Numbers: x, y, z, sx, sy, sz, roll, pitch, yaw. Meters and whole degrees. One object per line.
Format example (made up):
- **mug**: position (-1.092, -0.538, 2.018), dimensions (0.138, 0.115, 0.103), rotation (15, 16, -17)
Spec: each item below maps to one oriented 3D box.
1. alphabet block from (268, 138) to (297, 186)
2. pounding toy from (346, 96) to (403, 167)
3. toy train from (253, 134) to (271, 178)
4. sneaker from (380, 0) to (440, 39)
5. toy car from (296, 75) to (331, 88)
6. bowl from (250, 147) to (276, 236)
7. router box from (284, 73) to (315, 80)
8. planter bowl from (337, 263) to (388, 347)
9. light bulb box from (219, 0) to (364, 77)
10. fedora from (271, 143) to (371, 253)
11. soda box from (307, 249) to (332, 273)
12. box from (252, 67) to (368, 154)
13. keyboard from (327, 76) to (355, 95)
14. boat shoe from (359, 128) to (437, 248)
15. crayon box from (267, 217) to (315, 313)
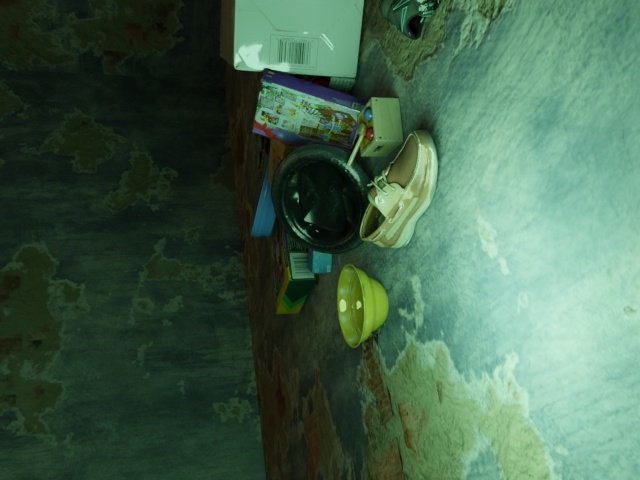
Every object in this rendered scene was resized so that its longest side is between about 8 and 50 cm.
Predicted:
- **alphabet block**: position (-0.058, -0.241, 1.957), dimensions (0.197, 0.193, 0.193), rotation (-120, 30, -61)
- **pounding toy**: position (0.126, -0.260, 1.467), dimensions (0.141, 0.100, 0.130), rotation (141, 126, -70)
- **toy train**: position (-0.196, -0.369, 2.495), dimensions (0.333, 0.142, 0.190), rotation (105, 159, -46)
- **sneaker**: position (0.214, -0.521, 1.202), dimensions (0.106, 0.101, 0.267), rotation (60, 155, 15)
- **toy car**: position (-0.014, -0.462, 1.907), dimensions (0.136, 0.159, 0.182), rotation (-48, 31, 14)
- **bowl**: position (-0.185, -0.195, 2.251), dimensions (0.391, 0.077, 0.390), rotation (-167, 90, -83)
- **router box**: position (-0.096, -0.603, 2.246), dimensions (0.308, 0.081, 0.242), rotation (105, 157, -45)
- **planter bowl**: position (0.117, 0.165, 1.553), dimensions (0.217, 0.091, 0.217), rotation (178, 90, -73)
- **light bulb box**: position (-0.102, -0.623, 1.766), dimensions (0.361, 0.358, 0.225), rotation (-124, 37, -64)
- **fedora**: position (0.026, -0.132, 1.667), dimensions (0.152, 0.334, 0.333), rotation (-57, -18, -51)
- **soda box**: position (0.000, 0.000, 1.988), dimensions (0.071, 0.067, 0.210), rotation (-137, 48, -69)
- **box**: position (-0.034, -0.345, 1.680), dimensions (0.201, 0.294, 0.057), rotation (112, 175, -53)
- **keyboard**: position (0.037, -0.394, 1.814), dimensions (0.256, 0.072, 0.014), rotation (112, 149, -54)
- **boat shoe**: position (0.165, -0.100, 1.317), dimensions (0.123, 0.117, 0.324), rotation (-107, 22, -43)
- **crayon box**: position (-0.120, 0.062, 2.343), dimensions (0.313, 0.106, 0.362), rotation (113, 153, -58)
